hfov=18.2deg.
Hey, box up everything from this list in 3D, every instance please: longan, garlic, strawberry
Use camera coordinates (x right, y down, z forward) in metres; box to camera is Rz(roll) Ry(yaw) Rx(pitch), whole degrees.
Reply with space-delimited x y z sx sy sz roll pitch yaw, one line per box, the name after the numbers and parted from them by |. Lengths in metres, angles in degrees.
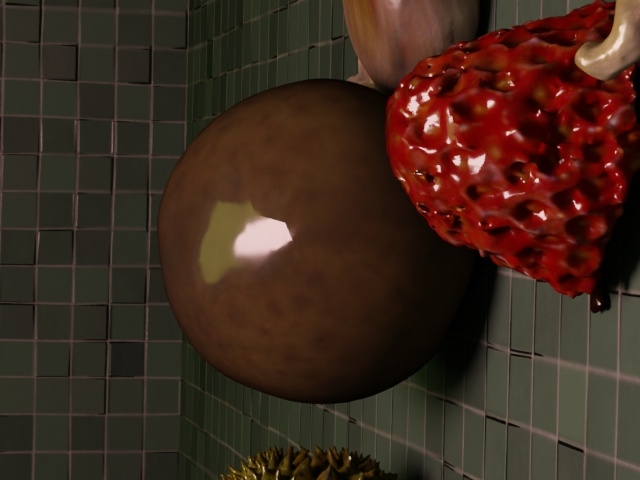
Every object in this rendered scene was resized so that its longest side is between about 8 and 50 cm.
0.000 0.000 1.816 0.319 0.318 0.319 -179 90 -77 | longan
0.074 -0.186 1.829 0.148 0.128 0.267 -106 17 -46 | garlic
0.134 -0.067 1.471 0.234 0.178 0.234 -175 90 -83 | strawberry

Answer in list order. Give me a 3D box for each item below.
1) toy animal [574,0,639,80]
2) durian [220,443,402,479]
0.210 -0.207 1.289 0.169 0.121 0.233 120 148 -43 | toy animal
-0.009 0.327 1.897 0.224 0.291 0.291 154 117 -62 | durian
